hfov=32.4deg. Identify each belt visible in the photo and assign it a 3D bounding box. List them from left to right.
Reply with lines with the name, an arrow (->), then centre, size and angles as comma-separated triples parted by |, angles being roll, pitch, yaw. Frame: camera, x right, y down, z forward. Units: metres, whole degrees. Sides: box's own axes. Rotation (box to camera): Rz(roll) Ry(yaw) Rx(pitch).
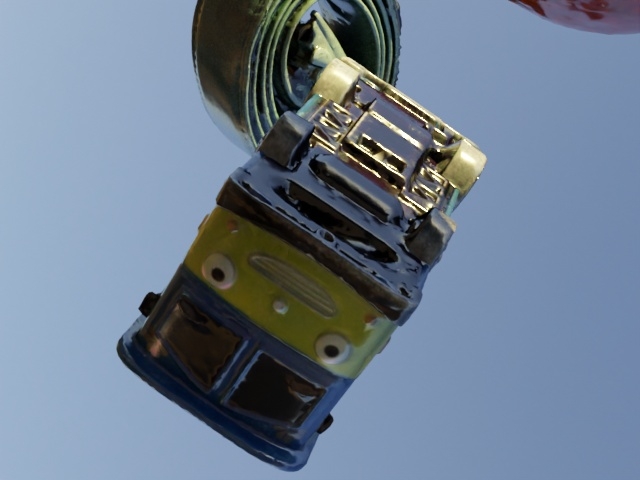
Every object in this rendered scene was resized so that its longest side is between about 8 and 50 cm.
belt -> -0.026, -0.191, 1.084 | 0.206, 0.267, 0.116 | -40, -128, -19

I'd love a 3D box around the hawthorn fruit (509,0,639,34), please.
hawthorn fruit -> 0.173, -0.220, 0.523 | 0.242, 0.272, 0.242 | 11, -75, 46

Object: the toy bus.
toy bus -> 0.000, 0.000, 0.744 | 0.175, 0.138, 0.287 | -55, -179, 27
